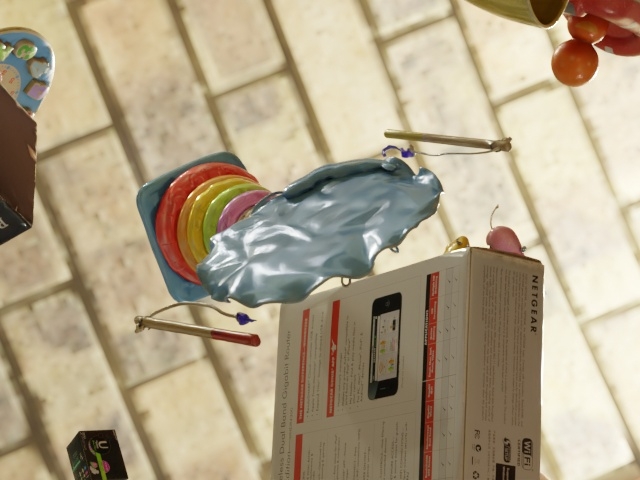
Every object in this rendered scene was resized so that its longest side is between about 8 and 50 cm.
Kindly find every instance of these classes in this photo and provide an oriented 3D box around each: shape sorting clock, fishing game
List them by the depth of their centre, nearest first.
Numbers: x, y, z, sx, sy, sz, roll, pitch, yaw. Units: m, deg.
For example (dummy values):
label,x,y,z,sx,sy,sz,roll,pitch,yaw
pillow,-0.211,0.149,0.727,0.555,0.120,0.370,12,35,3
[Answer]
label,x,y,z,sx,sy,sz,roll,pitch,yaw
fishing game,0.000,0.000,1.259,0.189,0.264,0.041,6,-53,49
shape sorting clock,-0.388,-0.159,2.073,0.040,0.206,0.206,46,-21,27

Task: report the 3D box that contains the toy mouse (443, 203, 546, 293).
label,x,y,z,sx,sy,sz,roll,pitch,yaw
toy mouse,0.227,0.036,2.309,0.143,0.161,0.031,26,-17,-2

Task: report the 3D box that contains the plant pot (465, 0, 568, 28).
label,x,y,z,sx,sy,sz,roll,pitch,yaw
plant pot,0.138,-0.236,1.425,0.095,0.134,0.134,6,-50,25

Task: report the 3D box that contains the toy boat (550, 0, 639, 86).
label,x,y,z,sx,sy,sz,roll,pitch,yaw
toy boat,0.329,-0.262,2.227,0.151,0.151,0.231,23,6,30

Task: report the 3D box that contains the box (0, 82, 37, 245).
label,x,y,z,sx,sy,sz,roll,pitch,yaw
box,-0.502,-0.087,1.736,0.312,0.343,0.179,52,19,-35

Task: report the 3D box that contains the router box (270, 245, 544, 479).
label,x,y,z,sx,sy,sz,roll,pitch,yaw
router box,0.066,0.196,1.572,0.301,0.082,0.335,-18,-116,55

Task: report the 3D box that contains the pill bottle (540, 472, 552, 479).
label,x,y,z,sx,sy,sz,roll,pitch,yaw
pill bottle,0.159,0.436,2.033,0.210,0.363,0.210,35,12,-8

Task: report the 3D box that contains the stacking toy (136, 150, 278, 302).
label,x,y,z,sx,sy,sz,roll,pitch,yaw
stacking toy,-0.094,-0.012,2.248,0.302,0.166,0.175,7,-61,66

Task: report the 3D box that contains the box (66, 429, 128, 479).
label,x,y,z,sx,sy,sz,roll,pitch,yaw
box,-0.325,0.324,2.632,0.052,0.062,0.083,-51,-131,42
